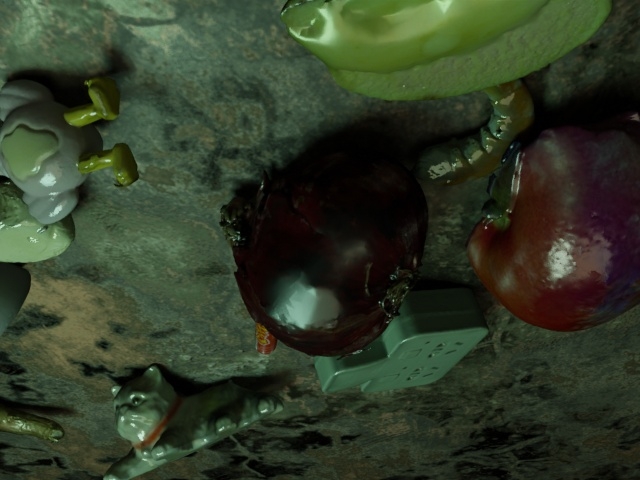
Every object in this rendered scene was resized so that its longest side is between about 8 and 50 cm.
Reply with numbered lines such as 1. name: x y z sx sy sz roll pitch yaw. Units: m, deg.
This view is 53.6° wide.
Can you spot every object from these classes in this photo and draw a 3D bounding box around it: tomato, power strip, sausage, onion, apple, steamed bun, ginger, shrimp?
1. tomato: 0.353 0.003 0.789 0.289 0.176 0.335 -6 145 -14
2. power strip: 0.113 0.161 1.069 0.260 0.141 0.229 -3 145 -21
3. sausage: -0.096 0.160 1.103 0.050 0.048 0.145 7 144 -3
4. onion: 0.016 0.010 0.785 0.281 0.281 0.221 -40 171 39
5. apple: 0.116 -0.214 0.574 0.264 0.120 0.193 -11 154 17
6. steamed bun: -0.380 -0.027 0.814 0.129 0.091 0.112 -19 147 20
7. ginger: -0.706 0.372 1.322 0.333 0.081 0.148 12 145 -15
8. shrimp: 0.166 -0.134 0.732 0.161 0.049 0.166 -17 138 14

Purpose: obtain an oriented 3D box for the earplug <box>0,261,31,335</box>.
1. earplug: -0.564 0.025 0.835 0.172 0.172 0.301 -23 131 25

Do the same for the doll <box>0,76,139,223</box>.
1. doll: -0.384 -0.084 0.710 0.365 0.094 0.160 -11 99 6

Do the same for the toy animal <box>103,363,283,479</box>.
1. toy animal: -0.250 0.322 1.246 0.307 0.188 0.266 -35 153 21
